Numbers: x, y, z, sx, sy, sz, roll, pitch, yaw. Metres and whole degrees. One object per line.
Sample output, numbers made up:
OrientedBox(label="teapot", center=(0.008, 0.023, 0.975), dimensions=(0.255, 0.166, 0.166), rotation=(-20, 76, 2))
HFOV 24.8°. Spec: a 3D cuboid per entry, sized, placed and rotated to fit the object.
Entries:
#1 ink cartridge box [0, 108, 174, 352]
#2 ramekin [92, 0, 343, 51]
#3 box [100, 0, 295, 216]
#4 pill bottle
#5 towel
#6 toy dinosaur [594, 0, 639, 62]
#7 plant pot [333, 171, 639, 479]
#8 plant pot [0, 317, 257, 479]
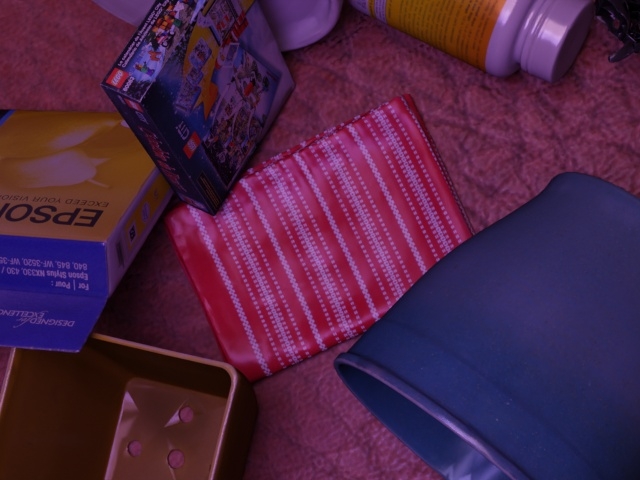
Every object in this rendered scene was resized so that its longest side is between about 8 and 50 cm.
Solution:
OrientedBox(label="ink cartridge box", center=(-0.308, -0.025, 1.366), dimensions=(0.304, 0.307, 0.072), rotation=(4, 124, 15))
OrientedBox(label="ramekin", center=(-0.101, -0.291, 1.353), dimensions=(0.273, 0.273, 0.127), rotation=(7, 70, 16))
OrientedBox(label="box", center=(-0.104, -0.142, 1.322), dimensions=(0.044, 0.233, 0.159), rotation=(25, 74, 21))
OrientedBox(label="pill bottle", center=(0.139, -0.227, 1.344), dimensions=(0.215, 0.117, 0.117), rotation=(29, 90, 18))
OrientedBox(label="towel", center=(0.000, 0.000, 1.396), dimensions=(0.275, 0.031, 0.198), rotation=(-26, 77, 10))
OrientedBox(label="toy dinosaur", center=(0.354, -0.227, 1.220), dimensions=(0.219, 0.164, 0.321), rotation=(-4, 66, -5))
OrientedBox(label="plant pot", center=(0.196, 0.093, 1.219), dimensions=(0.272, 0.271, 0.255), rotation=(37, 79, 17))
OrientedBox(label="plant pot", center=(-0.166, 0.200, 1.331), dimensions=(0.212, 0.187, 0.212), rotation=(11, 86, 17))
